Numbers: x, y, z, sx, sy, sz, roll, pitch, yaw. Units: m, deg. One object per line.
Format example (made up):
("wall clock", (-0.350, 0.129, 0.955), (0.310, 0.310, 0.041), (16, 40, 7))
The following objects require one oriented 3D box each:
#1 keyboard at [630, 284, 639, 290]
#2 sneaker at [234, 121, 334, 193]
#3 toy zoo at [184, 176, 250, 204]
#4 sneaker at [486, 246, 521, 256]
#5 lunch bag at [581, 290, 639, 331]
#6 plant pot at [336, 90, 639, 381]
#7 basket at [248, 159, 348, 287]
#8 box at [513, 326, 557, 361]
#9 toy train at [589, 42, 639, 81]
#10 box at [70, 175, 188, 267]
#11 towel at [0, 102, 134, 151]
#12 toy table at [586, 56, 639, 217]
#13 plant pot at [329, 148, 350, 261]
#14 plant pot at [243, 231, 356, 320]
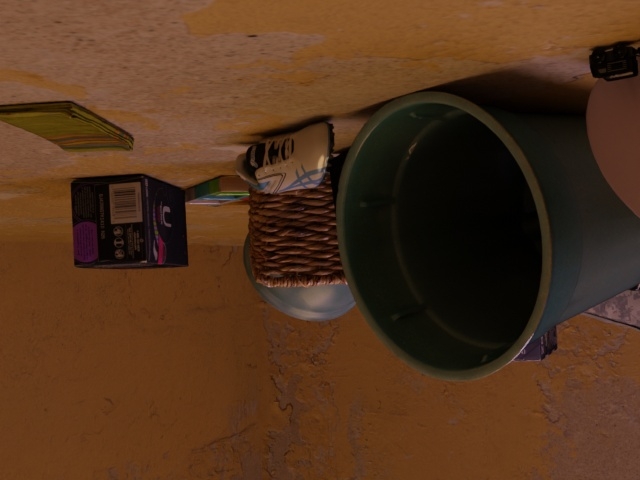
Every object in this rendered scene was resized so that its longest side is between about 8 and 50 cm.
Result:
("keyboard", (0.452, -0.054, 1.394), (0.201, 0.317, 0.033), (21, -129, 22))
("sneaker", (-0.050, -0.113, 1.210), (0.086, 0.085, 0.237), (7, 170, -26))
("toy zoo", (-0.167, -0.099, 1.807), (0.192, 0.030, 0.293), (-1, 177, -26))
("sneaker", (0.182, 0.035, 1.314), (0.227, 0.087, 0.130), (-2, 145, -28))
("lunch bag", (0.607, 0.047, 1.708), (0.212, 0.256, 0.305), (26, 173, -37))
("plant pot", (0.256, -0.024, 1.117), (0.334, 0.341, 0.341), (-10, -178, -38))
("basket", (0.018, -0.026, 1.567), (0.299, 0.223, 0.213), (-3, 177, -8))
("box", (0.456, 0.059, 1.918), (0.097, 0.395, 0.318), (-3, 178, 19))
("toy train", (0.327, -0.174, 0.808), (0.158, 0.036, 0.027), (-6, 176, 40))
("box", (-0.362, -0.028, 1.692), (0.143, 0.165, 0.270), (-3, 177, 7))
("towel", (-0.313, -0.136, 1.081), (0.102, 0.021, 0.237), (-4, 177, 4))
("toy table", (0.419, -0.088, 0.861), (0.161, 0.274, 0.252), (-5, 138, -36))
("plant pot", (0.134, -0.071, 1.370), (0.188, 0.187, 0.167), (-2, 164, -17))
("plant pot", (0.000, 0.000, 1.876), (0.293, 0.293, 0.196), (-1, 150, -24))
